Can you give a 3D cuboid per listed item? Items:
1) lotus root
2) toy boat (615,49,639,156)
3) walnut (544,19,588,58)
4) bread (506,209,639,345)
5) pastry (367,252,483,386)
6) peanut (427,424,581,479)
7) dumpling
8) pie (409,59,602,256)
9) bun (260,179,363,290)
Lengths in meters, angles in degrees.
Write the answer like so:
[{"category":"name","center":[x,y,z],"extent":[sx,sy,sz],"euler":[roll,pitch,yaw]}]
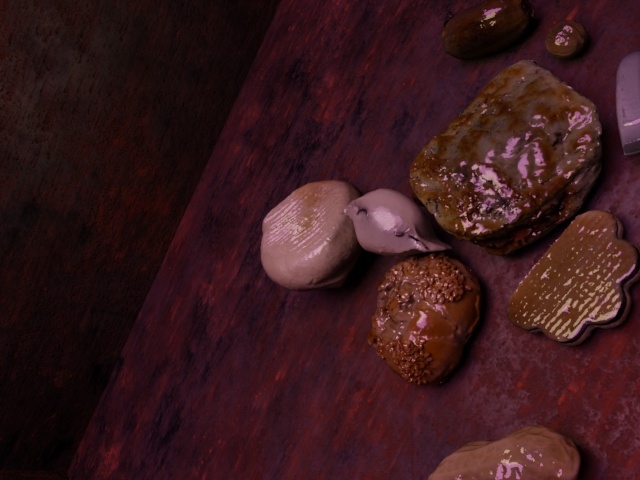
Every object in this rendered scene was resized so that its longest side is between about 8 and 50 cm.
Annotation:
[{"category":"lotus root","center":[0.416,-0.538,1.352],"extent":[0.241,0.124,0.123],"euler":[-2,56,52]},{"category":"toy boat","center":[0.617,-0.272,1.034],"extent":[0.078,0.085,0.260],"euler":[-16,50,45]},{"category":"walnut","center":[0.549,-0.448,1.190],"extent":[0.092,0.092,0.092],"euler":[-25,55,42]},{"category":"bread","center":[0.495,0.089,1.017],"extent":[0.286,0.056,0.207],"euler":[-54,37,19]},{"category":"pastry","center":[0.225,0.172,1.223],"extent":[0.255,0.162,0.310],"euler":[19,89,50]},{"category":"peanut","center":[0.330,0.438,0.986],"extent":[0.313,0.152,0.152],"euler":[-41,46,32]},{"category":"dumpling","center":[0.194,-0.026,1.301],"extent":[0.175,0.227,0.243],"euler":[-42,63,29]},{"category":"pie","center":[0.404,-0.189,1.165],"extent":[0.418,0.180,0.395],"euler":[-53,40,12]},{"category":"bun","center":[0.000,0.000,1.526],"extent":[0.365,0.219,0.365],"euler":[-27,39,24]}]
